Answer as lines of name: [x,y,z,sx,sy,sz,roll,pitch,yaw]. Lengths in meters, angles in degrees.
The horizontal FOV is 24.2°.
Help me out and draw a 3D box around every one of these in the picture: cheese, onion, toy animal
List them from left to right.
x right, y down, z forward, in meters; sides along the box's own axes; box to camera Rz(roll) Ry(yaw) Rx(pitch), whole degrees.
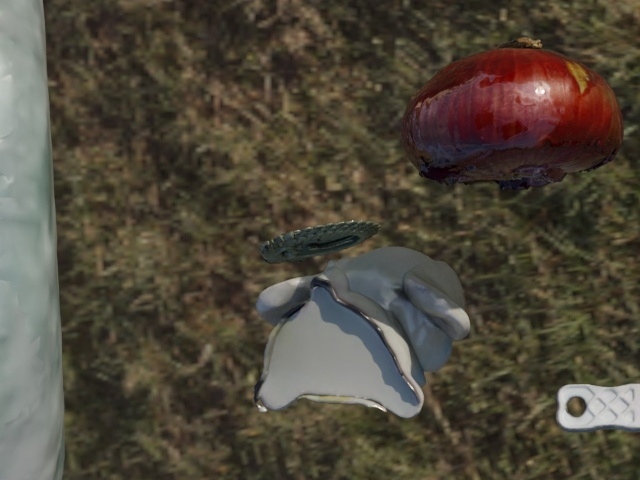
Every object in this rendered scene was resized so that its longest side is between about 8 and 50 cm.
toy animal: [0.047,0.096,1.754,0.249,0.289,0.174,-1,101,3]
onion: [0.195,-0.125,1.557,0.248,0.248,0.161,-28,81,40]
cheese: [0.367,0.182,1.473,0.248,0.071,0.163,-20,62,6]

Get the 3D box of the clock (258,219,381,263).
clock: [0.000,0.000,0.993,0.083,0.074,0.010,-14,76,3]

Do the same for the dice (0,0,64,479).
dice: [-0.306,-0.010,0.744,0.330,0.348,0.328,157,112,-78]
